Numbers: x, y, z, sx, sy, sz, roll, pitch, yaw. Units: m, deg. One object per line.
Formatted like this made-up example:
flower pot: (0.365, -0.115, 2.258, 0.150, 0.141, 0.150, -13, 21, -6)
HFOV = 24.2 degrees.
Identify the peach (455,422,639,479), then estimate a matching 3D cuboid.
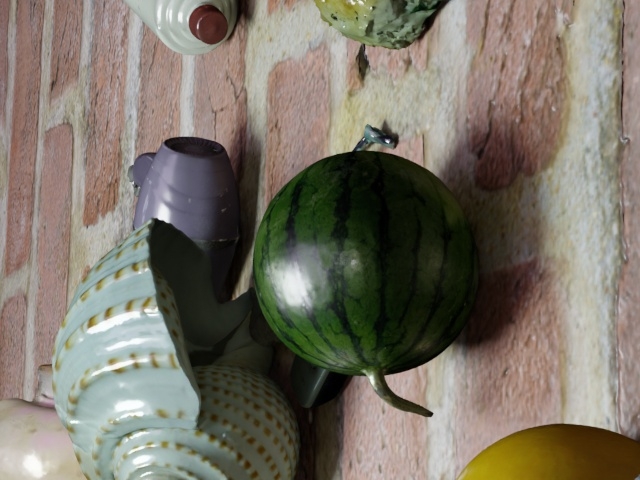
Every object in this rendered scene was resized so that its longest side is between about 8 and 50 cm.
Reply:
peach: (0.165, 0.248, 1.000, 0.251, 0.153, 0.251, -179, 90, -78)

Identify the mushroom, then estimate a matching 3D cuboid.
mushroom: (-0.354, 0.281, 1.950, 0.162, 0.173, 0.236, 2, 87, 60)

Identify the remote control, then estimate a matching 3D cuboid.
remote control: (0.025, 0.066, 1.404, 0.222, 0.042, 0.072, -65, 33, 30)

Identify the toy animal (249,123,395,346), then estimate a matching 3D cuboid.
toy animal: (-0.001, -0.007, 1.461, 0.079, 0.070, 0.253, 34, 106, 21)

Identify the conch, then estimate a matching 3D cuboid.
conch: (-0.158, 0.143, 1.494, 0.303, 0.215, 0.319, 59, -174, -28)

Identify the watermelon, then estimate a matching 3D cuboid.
watermelon: (0.036, 0.032, 1.230, 0.188, 0.188, 0.215, -34, 50, 56)

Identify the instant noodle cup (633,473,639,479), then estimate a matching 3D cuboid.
instant noodle cup: (0.255, 0.231, 0.706, 0.214, 0.296, 0.296, -111, 37, -57)

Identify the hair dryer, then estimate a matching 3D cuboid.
hair dryer: (-0.185, -0.013, 1.794, 0.361, 0.121, 0.301, -122, 36, -63)

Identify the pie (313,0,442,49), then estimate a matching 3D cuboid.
pie: (0.057, -0.339, 1.359, 0.355, 0.102, 0.288, -48, 50, 46)

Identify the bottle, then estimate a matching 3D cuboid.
bottle: (-0.167, -0.288, 1.772, 0.245, 0.104, 0.104, 48, 127, 55)
